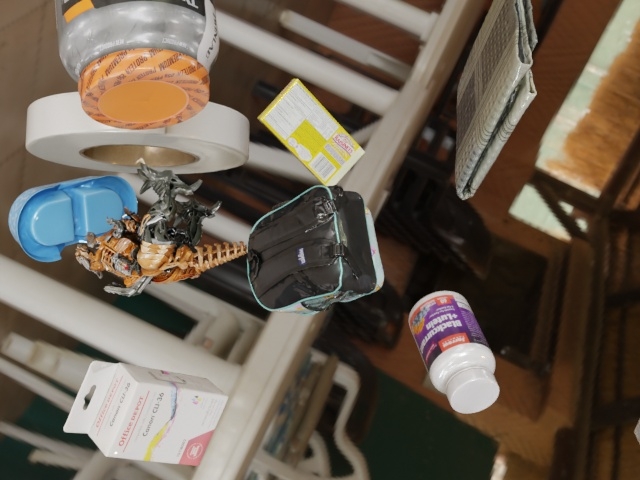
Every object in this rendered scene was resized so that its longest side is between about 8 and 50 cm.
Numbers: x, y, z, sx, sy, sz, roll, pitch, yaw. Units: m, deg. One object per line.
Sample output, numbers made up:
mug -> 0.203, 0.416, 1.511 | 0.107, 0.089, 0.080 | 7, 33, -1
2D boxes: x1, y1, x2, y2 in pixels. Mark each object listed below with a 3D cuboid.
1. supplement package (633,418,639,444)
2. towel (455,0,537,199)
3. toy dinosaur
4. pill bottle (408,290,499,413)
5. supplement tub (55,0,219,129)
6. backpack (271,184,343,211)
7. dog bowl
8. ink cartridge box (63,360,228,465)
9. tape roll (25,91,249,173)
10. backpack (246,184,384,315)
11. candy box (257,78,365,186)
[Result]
supplement package -> 0.588, 0.312, 1.444 | 0.179, 0.105, 0.105 | -26, 140, -78
towel -> 0.311, -0.284, 1.588 | 0.324, 0.056, 0.312 | 108, -7, -49
toy dinosaur -> -0.275, 0.006, 1.579 | 0.164, 0.322, 0.218 | 90, 15, -64
pill bottle -> 0.218, 0.181, 1.447 | 0.193, 0.108, 0.108 | -109, -146, -50
supplement tub -> -0.230, -0.310, 1.103 | 0.193, 0.194, 0.315 | 106, -25, -70
backpack -> 0.000, 0.000, 1.666 | 0.152, 0.181, 0.115 | -20, -173, 1
dog bowl -> -0.551, -0.058, 1.984 | 0.297, 0.074, 0.165 | -18, 116, -42
ink cartridge box -> -0.240, 0.241, 1.241 | 0.198, 0.067, 0.115 | 18, 97, -41
tape roll -> -0.317, -0.182, 1.576 | 0.392, 0.392, 0.071 | 75, 16, -85
backpack -> -0.011, 0.023, 1.278 | 0.144, 0.188, 0.165 | 11, 62, -52
candy box -> -0.015, -0.200, 1.706 | 0.105, 0.206, 0.027 | -49, -153, -7
